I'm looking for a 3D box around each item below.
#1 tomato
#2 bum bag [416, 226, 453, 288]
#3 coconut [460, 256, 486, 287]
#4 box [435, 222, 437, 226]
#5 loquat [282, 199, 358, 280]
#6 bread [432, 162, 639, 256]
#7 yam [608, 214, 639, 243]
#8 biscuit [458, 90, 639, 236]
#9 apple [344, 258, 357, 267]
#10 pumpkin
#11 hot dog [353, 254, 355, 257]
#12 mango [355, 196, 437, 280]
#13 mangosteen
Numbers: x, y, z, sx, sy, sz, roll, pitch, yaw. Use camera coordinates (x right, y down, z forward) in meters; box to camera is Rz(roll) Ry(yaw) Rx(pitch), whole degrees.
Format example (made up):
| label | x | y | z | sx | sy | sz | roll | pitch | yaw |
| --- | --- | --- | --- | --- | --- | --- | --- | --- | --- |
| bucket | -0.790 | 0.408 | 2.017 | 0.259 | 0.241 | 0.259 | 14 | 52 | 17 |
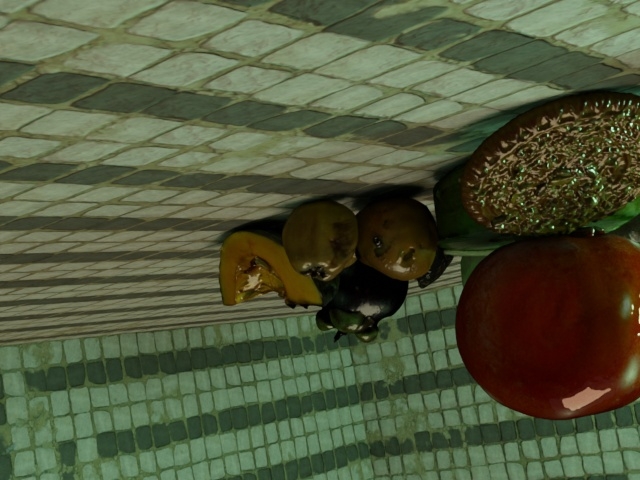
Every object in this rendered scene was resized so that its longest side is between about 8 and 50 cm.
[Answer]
| label | x | y | z | sx | sy | sz | roll | pitch | yaw |
| --- | --- | --- | --- | --- | --- | --- | --- | --- | --- |
| tomato | 0.377 | 0.124 | 1.595 | 0.325 | 0.290 | 0.293 | -4 | 176 | 27 |
| bum bag | 0.226 | 0.033 | 2.197 | 0.069 | 0.102 | 0.248 | 15 | 164 | 27 |
| coconut | 0.421 | 0.048 | 2.089 | 0.281 | 0.328 | 0.328 | -20 | 169 | 20 |
| box | 0.319 | -0.024 | 2.283 | 0.129 | 0.051 | 0.130 | -4 | 169 | -39 |
| loquat | 0.000 | 0.000 | 1.719 | 0.137 | 0.137 | 0.113 | -11 | 162 | 1 |
| bread | 0.336 | -0.063 | 1.726 | 0.366 | 0.129 | 0.382 | -1 | 169 | -37 |
| yam | 0.608 | -0.058 | 1.913 | 0.154 | 0.154 | 0.254 | -3 | 165 | -42 |
| biscuit | 0.338 | -0.092 | 1.414 | 0.305 | 0.038 | 0.305 | -9 | 147 | -6 |
| apple | 0.038 | 0.019 | 2.107 | 0.084 | 0.084 | 0.071 | -8 | 171 | -20 |
| pumpkin | -0.082 | 0.025 | 1.914 | 0.312 | 0.169 | 0.148 | -7 | -155 | 47 |
| hot dog | 0.045 | 0.000 | 2.027 | 0.235 | 0.062 | 0.092 | -5 | 155 | -4 |
| mango | 0.133 | -0.004 | 1.811 | 0.151 | 0.156 | 0.248 | -40 | 178 | 2 |
| mangosteen | 0.083 | 0.103 | 2.231 | 0.243 | 0.243 | 0.243 | -10 | 172 | -1 |
